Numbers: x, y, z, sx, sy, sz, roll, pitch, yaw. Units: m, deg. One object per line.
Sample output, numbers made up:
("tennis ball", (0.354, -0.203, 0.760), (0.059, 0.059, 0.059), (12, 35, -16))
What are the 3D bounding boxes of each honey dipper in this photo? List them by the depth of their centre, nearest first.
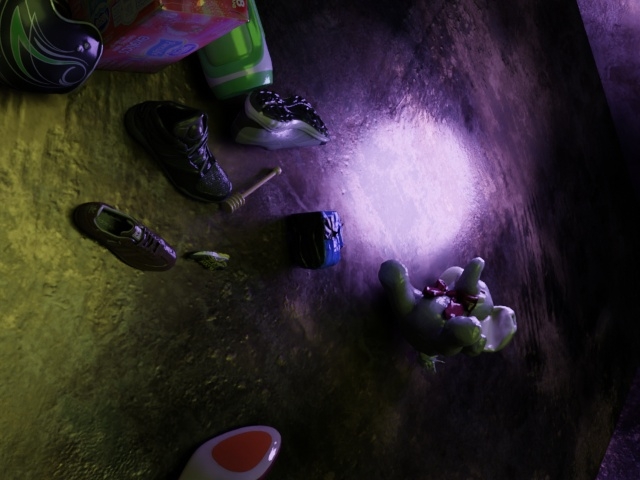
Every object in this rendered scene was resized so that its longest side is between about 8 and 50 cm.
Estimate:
("honey dipper", (-0.130, -0.104, 1.109), (0.161, 0.030, 0.030), (-41, 114, -37))

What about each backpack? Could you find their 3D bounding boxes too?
("backpack", (0.000, 0.000, 1.175), (0.101, 0.098, 0.120), (-4, 90, -45))

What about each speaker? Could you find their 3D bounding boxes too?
("speaker", (-0.182, -0.415, 1.010), (0.131, 0.131, 0.296), (-27, 106, -39))

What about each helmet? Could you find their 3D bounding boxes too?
("helmet", (-0.409, -0.295, 0.776), (0.161, 0.169, 0.169), (22, 73, -59))

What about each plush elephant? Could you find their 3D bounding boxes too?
("plush elephant", (0.325, 0.156, 1.356), (0.255, 0.272, 0.330), (-39, 143, -21))

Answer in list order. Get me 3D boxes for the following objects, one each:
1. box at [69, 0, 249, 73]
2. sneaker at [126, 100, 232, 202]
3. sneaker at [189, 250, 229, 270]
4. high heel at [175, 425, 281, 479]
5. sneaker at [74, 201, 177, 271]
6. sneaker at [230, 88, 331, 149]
("box", (-0.251, -0.360, 0.830), (0.142, 0.300, 0.154), (-9, 94, -41))
("sneaker", (-0.220, -0.150, 0.966), (0.227, 0.130, 0.087), (52, 59, -30))
("sneaker", (-0.205, 0.038, 1.035), (0.083, 0.031, 0.035), (9, 83, -41))
("high heel", (-0.214, 0.484, 0.992), (0.377, 0.127, 0.181), (-24, 133, -44))
("sneaker", (-0.309, 0.000, 0.918), (0.188, 0.071, 0.066), (33, 67, -35))
("sneaker", (-0.076, -0.230, 1.128), (0.271, 0.108, 0.100), (-3, 58, -56))
